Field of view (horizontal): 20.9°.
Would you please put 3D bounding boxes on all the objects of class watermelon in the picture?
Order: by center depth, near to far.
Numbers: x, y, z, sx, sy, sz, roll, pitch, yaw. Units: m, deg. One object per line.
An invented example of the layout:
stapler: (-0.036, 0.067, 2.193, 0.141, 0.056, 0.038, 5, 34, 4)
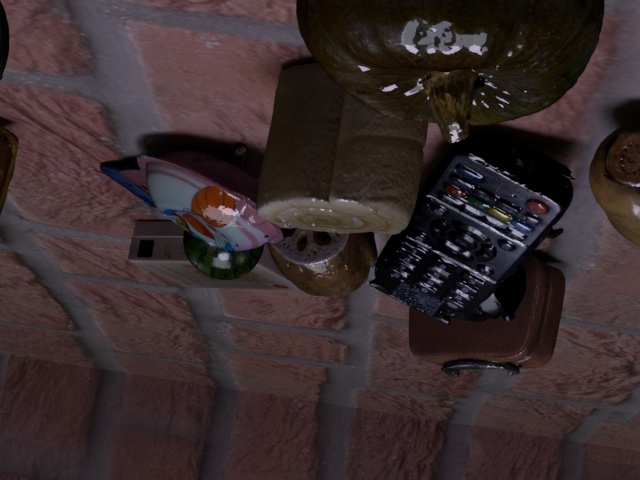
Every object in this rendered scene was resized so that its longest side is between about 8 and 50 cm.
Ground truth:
watermelon: (-0.117, 0.000, 2.077, 0.109, 0.109, 0.109, 9, 166, 2)

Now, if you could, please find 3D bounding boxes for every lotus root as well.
lotus root: (0.327, -0.042, 1.593, 0.125, 0.118, 0.221, 20, 173, 39)
lotus root: (-0.001, 0.003, 1.984, 0.122, 0.112, 0.081, 5, 159, 20)

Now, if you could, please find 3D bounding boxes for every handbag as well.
handbag: (0.200, 0.093, 2.141, 0.193, 0.151, 0.072, 0, 165, 38)

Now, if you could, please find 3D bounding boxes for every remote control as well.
remote control: (0.157, -0.008, 1.823, 0.144, 0.062, 0.399, 27, 156, -2)

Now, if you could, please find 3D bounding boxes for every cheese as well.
cheese: (-0.144, -0.049, 1.932, 0.286, 0.074, 0.189, 12, 158, 50)

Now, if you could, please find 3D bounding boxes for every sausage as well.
sausage: (-0.087, -0.086, 1.885, 0.015, 0.015, 0.100, 9, 166, -1)

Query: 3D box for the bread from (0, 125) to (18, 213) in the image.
bread: (-0.428, -0.045, 1.850, 0.181, 0.222, 0.096, 28, 155, -29)

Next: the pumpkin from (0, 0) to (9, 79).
pumpkin: (-0.349, -0.171, 1.432, 0.190, 0.146, 0.190, 8, 164, 2)

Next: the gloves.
gloves: (0.143, 0.043, 2.069, 0.180, 0.106, 0.129, -8, 161, 40)

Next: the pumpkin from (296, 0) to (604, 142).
pumpkin: (0.090, -0.149, 1.219, 0.219, 0.162, 0.219, 4, 167, 1)

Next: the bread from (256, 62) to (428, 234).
bread: (0.023, -0.080, 1.574, 0.148, 0.141, 0.134, -4, 160, 45)

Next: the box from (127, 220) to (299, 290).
box: (-0.129, 0.020, 2.252, 0.201, 0.058, 0.141, 1, 164, 32)
